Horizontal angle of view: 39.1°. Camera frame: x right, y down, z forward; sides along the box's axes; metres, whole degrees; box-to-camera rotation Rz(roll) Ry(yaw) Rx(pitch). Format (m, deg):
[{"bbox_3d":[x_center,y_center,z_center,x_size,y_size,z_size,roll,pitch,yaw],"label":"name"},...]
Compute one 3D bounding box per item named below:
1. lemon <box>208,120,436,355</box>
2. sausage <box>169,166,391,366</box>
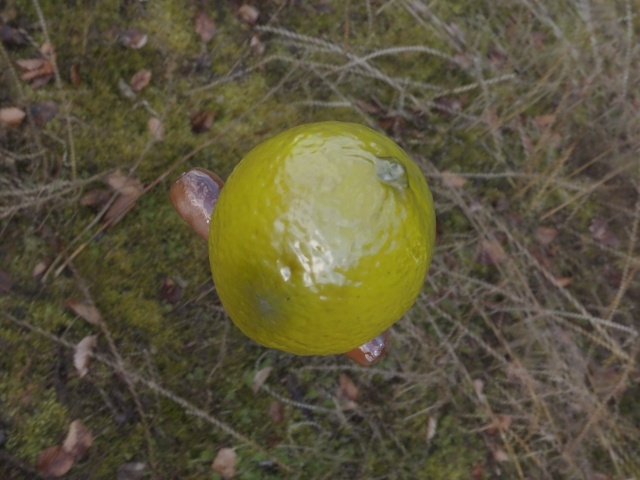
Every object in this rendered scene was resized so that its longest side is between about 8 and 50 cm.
[{"bbox_3d":[0.001,-0.001,0.989,0.267,0.267,0.267,16,58,-27],"label":"lemon"},{"bbox_3d":[-0.063,0.039,1.375,0.419,0.094,0.094,39,37,9],"label":"sausage"}]
